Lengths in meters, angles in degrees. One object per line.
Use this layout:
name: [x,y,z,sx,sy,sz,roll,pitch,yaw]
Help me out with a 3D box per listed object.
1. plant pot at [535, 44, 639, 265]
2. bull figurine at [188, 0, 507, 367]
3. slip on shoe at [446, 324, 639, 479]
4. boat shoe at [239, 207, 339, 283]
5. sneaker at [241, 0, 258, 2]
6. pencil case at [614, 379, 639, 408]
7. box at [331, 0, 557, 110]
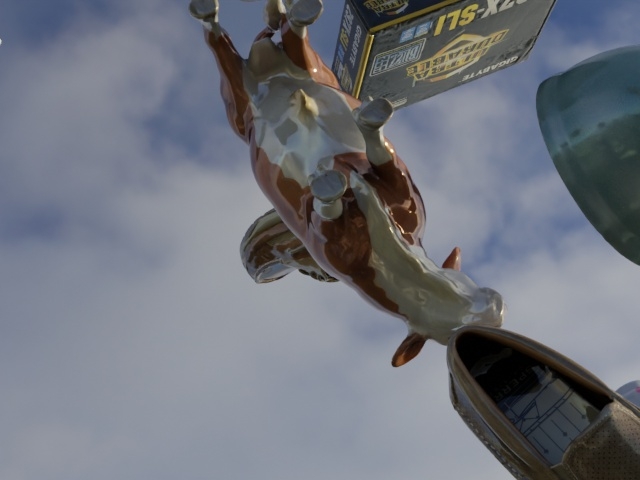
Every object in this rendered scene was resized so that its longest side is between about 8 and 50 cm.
plant pot: [0.446,-0.137,1.362,0.293,0.293,0.196,28,-47,-35]
bull figurine: [0.012,-0.052,0.760,0.101,0.310,0.188,-34,-29,-10]
slip on shoe: [0.092,0.071,0.342,0.051,0.135,0.041,-42,-39,-7]
boat shoe: [0.000,0.000,1.354,0.123,0.116,0.324,-14,-14,-35]
sneaker: [-0.044,-0.455,1.450,0.090,0.145,0.270,-14,-16,-48]
pencil case: [0.412,0.265,1.162,0.124,0.273,0.113,37,-85,-28]
box: [0.176,-0.297,1.489,0.322,0.079,0.257,-23,-21,-15]
